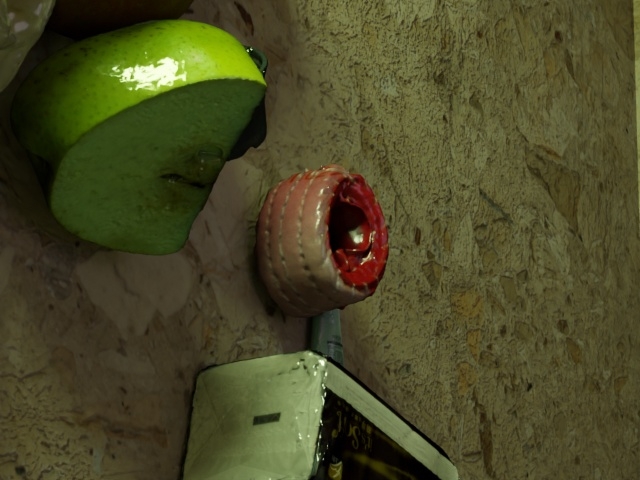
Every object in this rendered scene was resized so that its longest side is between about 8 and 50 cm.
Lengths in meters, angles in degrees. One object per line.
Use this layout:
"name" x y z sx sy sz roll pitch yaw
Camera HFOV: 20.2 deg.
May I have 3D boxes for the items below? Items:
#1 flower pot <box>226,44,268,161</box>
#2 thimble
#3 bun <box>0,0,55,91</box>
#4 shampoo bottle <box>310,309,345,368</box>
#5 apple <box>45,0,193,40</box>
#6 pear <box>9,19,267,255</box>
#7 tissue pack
"flower pot" -0.133 -0.163 2.214 0.157 0.157 0.106 -57 142 -50
"thimble" 0.002 0.007 2.386 0.163 0.125 0.189 36 50 -40
"bun" -0.369 -0.266 1.615 0.365 0.219 0.365 -14 106 -58
"shampoo bottle" 0.008 0.153 2.450 0.069 0.041 0.190 15 67 -42
"apple" -0.245 -0.325 2.025 0.237 0.207 0.237 21 57 -35
"pear" -0.227 -0.127 1.990 0.292 0.292 0.159 28 23 -54
"tissue pack" 0.008 0.290 2.245 0.370 0.210 0.198 43 50 -45
